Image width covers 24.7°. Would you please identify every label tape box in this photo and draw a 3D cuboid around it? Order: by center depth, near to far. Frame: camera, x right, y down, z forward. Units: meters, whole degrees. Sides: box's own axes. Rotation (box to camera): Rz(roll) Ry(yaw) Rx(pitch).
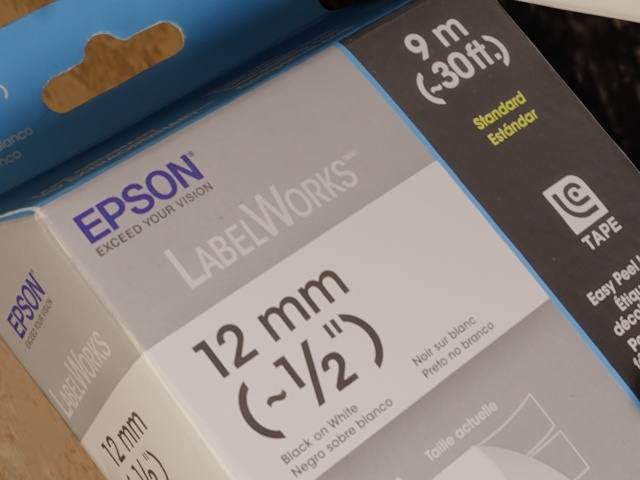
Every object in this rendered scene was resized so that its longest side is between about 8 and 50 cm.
[{"bbox_3d":[0.000,0.000,0.632,0.347,0.249,0.115,53,148,7],"label":"label tape box"}]

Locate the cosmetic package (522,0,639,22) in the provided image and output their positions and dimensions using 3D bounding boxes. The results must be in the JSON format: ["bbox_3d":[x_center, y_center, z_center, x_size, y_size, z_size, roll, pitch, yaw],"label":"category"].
[{"bbox_3d":[0.076,-0.207,0.506,0.385,0.156,0.217,19,127,37],"label":"cosmetic package"}]
